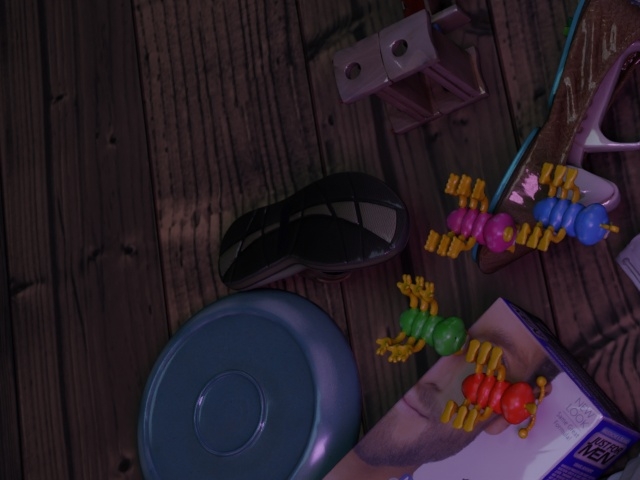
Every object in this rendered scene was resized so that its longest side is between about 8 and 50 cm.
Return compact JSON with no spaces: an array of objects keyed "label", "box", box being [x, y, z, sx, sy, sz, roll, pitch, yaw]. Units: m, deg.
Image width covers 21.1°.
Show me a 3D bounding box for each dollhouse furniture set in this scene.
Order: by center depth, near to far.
[{"label":"dollhouse furniture set","box":[0.091,-0.241,1.974,0.129,0.129,0.184,-23,64,26]}]

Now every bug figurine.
[{"label":"bug figurine","box":[0.178,0.052,1.728,0.216,0.072,0.279,22,89,44]}]

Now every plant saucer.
[{"label":"plant saucer","box":[-0.098,0.205,2.005,0.317,0.043,0.318,-12,68,31]}]

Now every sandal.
[{"label":"sandal","box":[-0.001,-0.001,1.990,0.302,0.086,0.120,-12,58,48]}]

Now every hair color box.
[{"label":"hair color box","box":[0.144,0.247,1.790,0.339,0.110,0.185,-46,54,10]}]

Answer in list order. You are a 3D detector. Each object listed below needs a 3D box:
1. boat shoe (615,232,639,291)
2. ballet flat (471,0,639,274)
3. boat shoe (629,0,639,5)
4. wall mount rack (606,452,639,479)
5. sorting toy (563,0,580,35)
[{"label":"boat shoe","box":[0.378,0.090,1.705,0.084,0.095,0.258,-42,45,20]},{"label":"ballet flat","box":[0.281,-0.106,1.831,0.124,0.116,0.342,23,83,18]},{"label":"boat shoe","box":[0.355,-0.320,1.834,0.095,0.079,0.254,-25,35,18]},{"label":"wall mount rack","box":[0.379,0.261,1.549,0.304,0.350,0.130,-21,100,30]},{"label":"sorting toy","box":[0.304,-0.258,1.910,0.083,0.012,0.062,-20,69,23]}]
